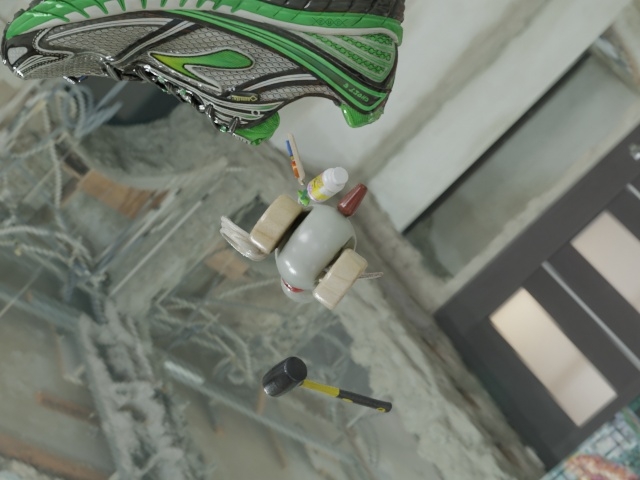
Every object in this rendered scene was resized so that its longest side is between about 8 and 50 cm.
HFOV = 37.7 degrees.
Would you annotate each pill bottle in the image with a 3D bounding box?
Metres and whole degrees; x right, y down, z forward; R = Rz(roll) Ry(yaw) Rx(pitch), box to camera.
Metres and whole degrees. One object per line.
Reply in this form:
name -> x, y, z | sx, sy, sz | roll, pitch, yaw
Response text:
pill bottle -> 0.014, -0.099, 1.633 | 0.043, 0.083, 0.043 | 11, -113, -28

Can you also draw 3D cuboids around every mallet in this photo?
mallet -> 0.009, 0.203, 1.247 | 0.190, 0.062, 0.039 | 26, -132, -33

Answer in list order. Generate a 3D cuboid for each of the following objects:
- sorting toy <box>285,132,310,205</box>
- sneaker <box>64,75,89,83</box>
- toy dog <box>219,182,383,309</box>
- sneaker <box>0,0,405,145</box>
sorting toy -> -0.027, -0.082, 1.108 | 0.062, 0.012, 0.083 | 120, 134, -86
sneaker -> -0.430, -0.310, 1.547 | 0.121, 0.079, 0.217 | 45, -170, -16
toy dog -> 0.000, 0.000, 1.356 | 0.220, 0.161, 0.334 | 45, 171, -15
sneaker -> -0.098, -0.152, 0.799 | 0.344, 0.146, 0.134 | 0, -170, -4
